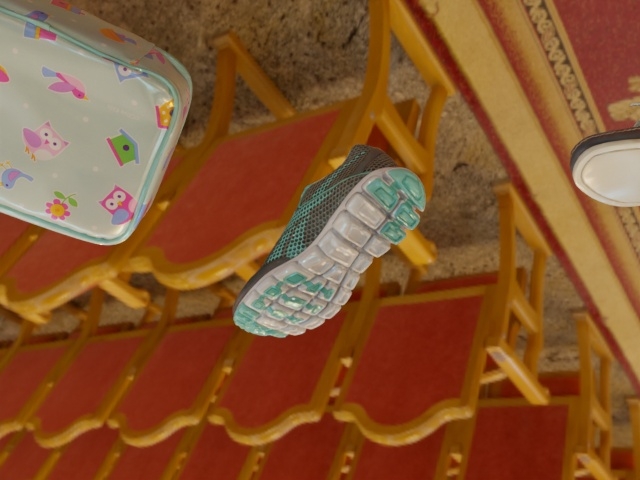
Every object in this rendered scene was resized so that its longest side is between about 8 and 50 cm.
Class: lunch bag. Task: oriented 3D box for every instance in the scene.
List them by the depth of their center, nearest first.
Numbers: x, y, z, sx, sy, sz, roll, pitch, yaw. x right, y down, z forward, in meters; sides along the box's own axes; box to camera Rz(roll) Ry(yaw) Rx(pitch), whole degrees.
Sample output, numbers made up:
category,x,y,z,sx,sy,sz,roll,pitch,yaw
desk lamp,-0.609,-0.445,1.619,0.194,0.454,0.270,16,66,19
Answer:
category,x,y,z,sx,sy,sz,roll,pitch,yaw
lunch bag,-0.289,-0.127,0.740,0.279,0.108,0.224,22,115,-8

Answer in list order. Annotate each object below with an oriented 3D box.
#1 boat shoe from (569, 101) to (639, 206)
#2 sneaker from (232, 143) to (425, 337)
category,x,y,z,sx,sy,sz,roll,pitch,yaw
boat shoe,0.377,-0.098,0.801,0.255,0.079,0.095,-5,142,-16
sneaker,0.000,0.000,0.511,0.166,0.076,0.065,-43,126,16
